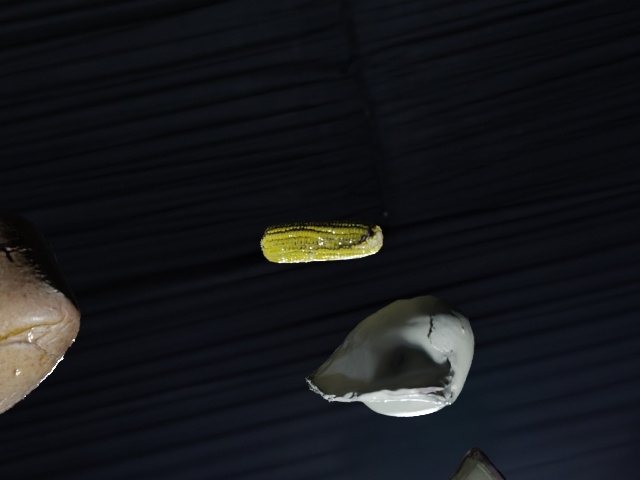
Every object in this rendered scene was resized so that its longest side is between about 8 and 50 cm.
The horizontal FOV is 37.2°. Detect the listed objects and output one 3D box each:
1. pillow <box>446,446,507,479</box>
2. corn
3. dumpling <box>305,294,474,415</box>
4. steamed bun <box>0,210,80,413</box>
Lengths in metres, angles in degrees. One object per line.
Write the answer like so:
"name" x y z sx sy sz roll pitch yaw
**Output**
"pillow" 0.285 0.487 1.803 0.130 0.038 0.233 53 40 6
"corn" 0.000 0.000 1.563 0.072 0.203 0.072 -3 90 -75
"dumpling" 0.114 0.184 1.535 0.341 0.260 0.181 -77 153 -50
"steamed bun" -0.490 0.101 1.260 0.199 0.301 0.251 41 15 -45
